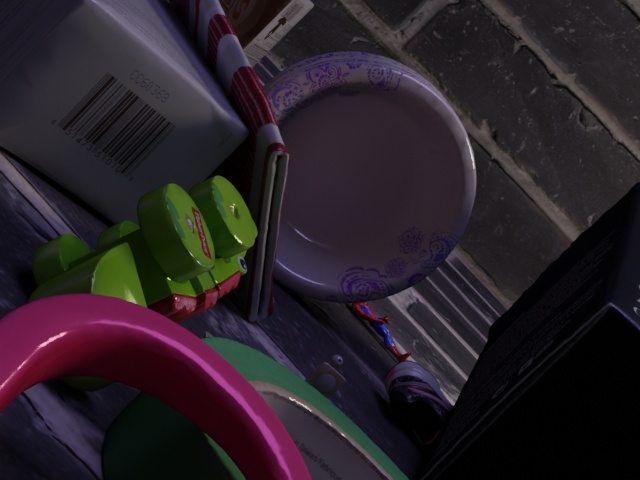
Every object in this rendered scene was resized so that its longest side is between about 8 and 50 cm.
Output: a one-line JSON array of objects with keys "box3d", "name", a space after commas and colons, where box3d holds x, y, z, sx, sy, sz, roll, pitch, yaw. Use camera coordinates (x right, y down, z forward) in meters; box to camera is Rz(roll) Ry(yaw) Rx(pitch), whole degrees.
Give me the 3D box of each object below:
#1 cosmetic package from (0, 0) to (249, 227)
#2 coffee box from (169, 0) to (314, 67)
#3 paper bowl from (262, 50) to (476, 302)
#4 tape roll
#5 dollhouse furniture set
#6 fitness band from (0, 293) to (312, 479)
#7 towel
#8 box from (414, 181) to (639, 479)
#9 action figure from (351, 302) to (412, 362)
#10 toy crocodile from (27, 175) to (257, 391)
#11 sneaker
[{"box3d": [-0.238, -0.197, 1.207, 0.217, 0.156, 0.385, 39, 11, -36], "name": "cosmetic package"}, {"box3d": [-0.149, -0.262, 1.563, 0.141, 0.246, 0.098, 48, 9, 6], "name": "coffee box"}, {"box3d": [0.032, -0.080, 1.475, 0.284, 0.284, 0.148, 43, 9, -15], "name": "paper bowl"}, {"box3d": [0.004, 0.204, 0.808, 0.321, 0.077, 0.321, 44, 10, -10], "name": "tape roll"}, {"box3d": [-0.035, 0.108, 1.015, 0.114, 0.081, 0.091, 42, 10, -20], "name": "dollhouse furniture set"}, {"box3d": [-0.089, 0.126, 0.564, 0.209, 0.054, 0.291, 35, 25, -3], "name": "fitness band"}, {"box3d": [-0.094, -0.111, 1.264, 0.237, 0.037, 0.329, 99, -25, -45], "name": "towel"}, {"box3d": [0.396, 0.242, 1.303, 0.480, 0.297, 0.472, 42, 22, 2], "name": "box"}, {"box3d": [0.076, 0.110, 1.652, 0.115, 0.030, 0.038, 45, 13, 11], "name": "action figure"}, {"box3d": [-0.117, 0.023, 0.935, 0.105, 0.115, 0.340, 65, 12, -1], "name": "toy crocodile"}, {"box3d": [0.137, 0.218, 1.397, 0.178, 0.072, 0.077, 37, 22, -6], "name": "sneaker"}]
